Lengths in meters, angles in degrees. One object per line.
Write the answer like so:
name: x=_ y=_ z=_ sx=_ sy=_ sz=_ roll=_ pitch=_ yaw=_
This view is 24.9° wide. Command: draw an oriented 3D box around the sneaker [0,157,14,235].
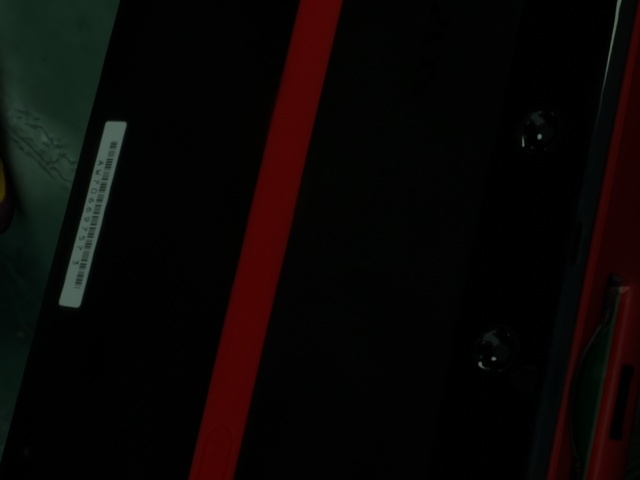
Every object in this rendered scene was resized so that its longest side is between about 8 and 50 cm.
sneaker: x=-0.244 y=-0.089 z=0.932 sx=0.084 sy=0.069 sz=0.185 roll=-24 pitch=98 yaw=41

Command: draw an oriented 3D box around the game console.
game console: x=0.000 y=0.000 z=0.695 sx=0.342 sy=0.060 sz=0.386 roll=4 pitch=76 yaw=41

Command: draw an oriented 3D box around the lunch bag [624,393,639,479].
lunch bag: x=0.087 y=0.172 z=0.774 sx=0.256 sy=0.213 sz=0.305 roll=49 pitch=127 yaw=25
